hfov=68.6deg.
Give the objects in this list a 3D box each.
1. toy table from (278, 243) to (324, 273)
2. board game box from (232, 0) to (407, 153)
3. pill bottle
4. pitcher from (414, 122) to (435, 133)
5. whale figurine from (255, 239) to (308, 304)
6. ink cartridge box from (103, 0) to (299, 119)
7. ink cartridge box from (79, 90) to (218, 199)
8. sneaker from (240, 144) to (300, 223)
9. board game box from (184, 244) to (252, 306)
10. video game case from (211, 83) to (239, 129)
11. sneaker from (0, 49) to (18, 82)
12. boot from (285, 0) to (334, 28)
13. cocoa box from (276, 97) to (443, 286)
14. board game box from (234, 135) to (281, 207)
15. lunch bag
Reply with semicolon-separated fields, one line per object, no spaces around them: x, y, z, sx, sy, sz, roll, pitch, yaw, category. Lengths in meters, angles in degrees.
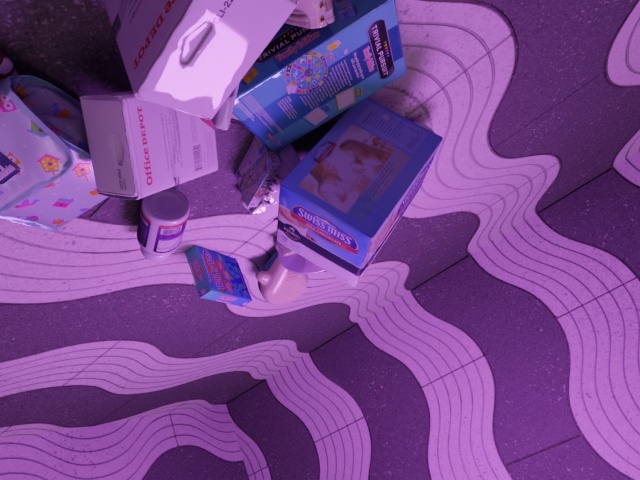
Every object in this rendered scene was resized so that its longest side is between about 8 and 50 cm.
0.000;0.000;1.432;0.274;0.252;0.161;-35;172;-7;toy table
-0.008;-0.325;0.909;0.336;0.079;0.254;-29;165;8;board game box
-0.387;-0.032;1.143;0.108;0.108;0.193;-8;151;-32;pill bottle
0.229;-0.208;1.299;0.125;0.178;0.207;25;144;-5;pitcher
-0.132;0.090;1.629;0.216;0.141;0.272;-11;127;-28;whale figurine
-0.168;-0.321;0.581;0.114;0.273;0.197;7;141;-48;ink cartridge box
-0.279;-0.174;0.799;0.092;0.159;0.218;8;-157;21;ink cartridge box
-0.124;-0.132;1.190;0.169;0.108;0.292;-24;157;-9;sneaker
-0.308;0.112;1.437;0.047;0.160;0.210;-33;155;15;board game box
-0.144;-0.281;0.706;0.023;0.201;0.183;9;114;-25;video game case
-0.539;-0.224;0.676;0.185;0.069;0.084;-21;154;-4;sneaker
0.009;-0.404;0.692;0.213;0.077;0.165;6;147;20;boot
0.087;-0.119;1.094;0.347;0.231;0.228;-52;167;-29;cocoa box
-0.150;-0.165;1.104;0.026;0.103;0.154;-5;149;-37;board game box
-0.478;-0.136;0.772;0.223;0.160;0.262;-29;164;10;lunch bag
